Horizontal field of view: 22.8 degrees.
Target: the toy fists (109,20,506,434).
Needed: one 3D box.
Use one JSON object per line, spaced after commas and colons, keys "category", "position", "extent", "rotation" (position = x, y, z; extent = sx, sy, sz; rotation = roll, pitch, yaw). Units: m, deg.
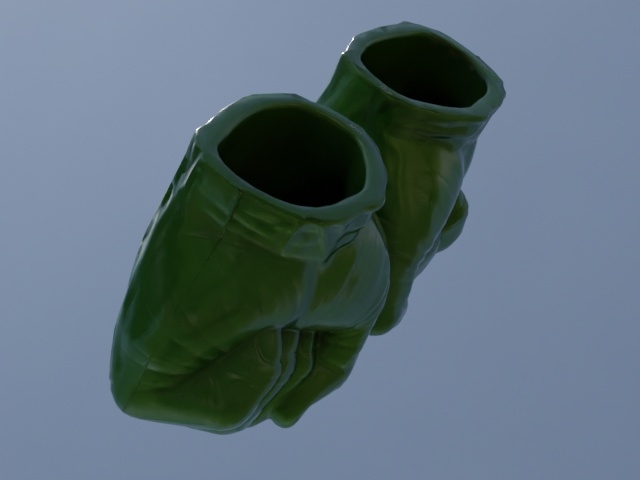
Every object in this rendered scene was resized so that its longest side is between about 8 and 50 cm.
{"category": "toy fists", "position": [0.000, 0.000, 0.734], "extent": [0.096, 0.279, 0.142], "rotation": [35, -60, 9]}
